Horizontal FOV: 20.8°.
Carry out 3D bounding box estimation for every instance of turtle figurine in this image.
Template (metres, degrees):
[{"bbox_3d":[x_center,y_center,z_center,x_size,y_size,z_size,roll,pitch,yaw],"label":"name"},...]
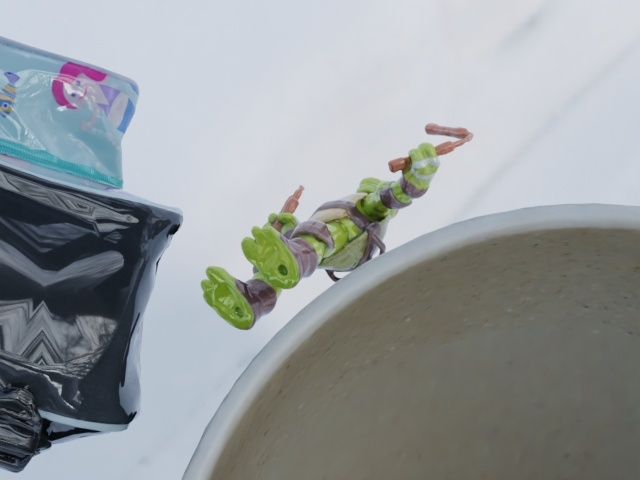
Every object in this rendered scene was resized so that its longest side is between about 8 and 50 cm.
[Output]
[{"bbox_3d":[0.000,0.000,1.457,0.269,0.087,0.217,-23,7,44],"label":"turtle figurine"}]

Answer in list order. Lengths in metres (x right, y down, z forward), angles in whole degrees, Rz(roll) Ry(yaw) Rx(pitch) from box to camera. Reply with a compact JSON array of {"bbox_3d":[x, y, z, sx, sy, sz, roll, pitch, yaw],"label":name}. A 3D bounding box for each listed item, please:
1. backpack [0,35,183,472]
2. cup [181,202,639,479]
[{"bbox_3d":[-0.197,0.007,0.734,0.225,0.253,0.191,15,70,-23],"label":"backpack"},{"bbox_3d":[0.095,0.183,0.697,0.331,0.237,0.331,2,68,-5],"label":"cup"}]
